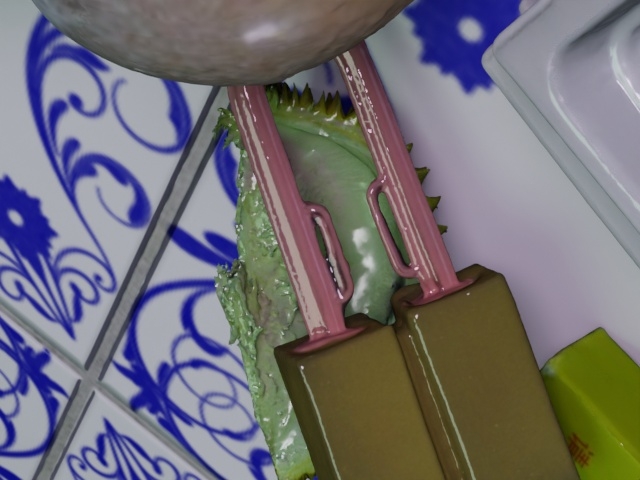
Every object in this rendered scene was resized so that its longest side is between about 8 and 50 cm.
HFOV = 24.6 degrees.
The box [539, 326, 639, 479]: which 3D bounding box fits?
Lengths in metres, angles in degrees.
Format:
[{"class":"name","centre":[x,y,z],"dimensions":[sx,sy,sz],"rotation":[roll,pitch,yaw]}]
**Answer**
[{"class":"box","centre":[0.193,0.216,0.652],"dimensions":[0.335,0.047,0.187],"rotation":[48,143,22]}]

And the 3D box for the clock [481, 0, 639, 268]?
[{"class":"clock","centre":[0.192,-0.037,0.431],"dimensions":[0.231,0.116,0.262],"rotation":[55,141,2]}]

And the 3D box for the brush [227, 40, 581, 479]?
[{"class":"brush","centre":[0.023,0.015,0.611],"dimensions":[0.047,0.103,0.233],"rotation":[-157,47,-77]}]

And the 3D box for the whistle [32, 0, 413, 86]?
[{"class":"whistle","centre":[-0.046,-0.173,0.439],"dimensions":[0.189,0.189,0.348],"rotation":[15,159,29]}]

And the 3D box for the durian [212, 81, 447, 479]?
[{"class":"durian","centre":[0.000,0.000,0.651],"dimensions":[0.086,0.100,0.215],"rotation":[1,100,40]}]
